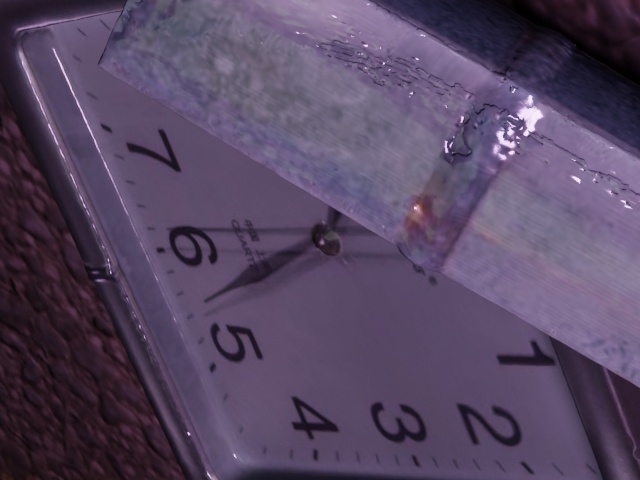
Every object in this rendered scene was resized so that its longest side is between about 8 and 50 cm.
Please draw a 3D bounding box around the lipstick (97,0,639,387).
[{"bbox_3d":[0.074,-0.018,0.629,0.290,0.077,0.076,30,114,6],"label":"lipstick"}]

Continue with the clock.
[{"bbox_3d":[0.000,0.000,0.799,0.279,0.049,0.273,-2,117,45],"label":"clock"}]
